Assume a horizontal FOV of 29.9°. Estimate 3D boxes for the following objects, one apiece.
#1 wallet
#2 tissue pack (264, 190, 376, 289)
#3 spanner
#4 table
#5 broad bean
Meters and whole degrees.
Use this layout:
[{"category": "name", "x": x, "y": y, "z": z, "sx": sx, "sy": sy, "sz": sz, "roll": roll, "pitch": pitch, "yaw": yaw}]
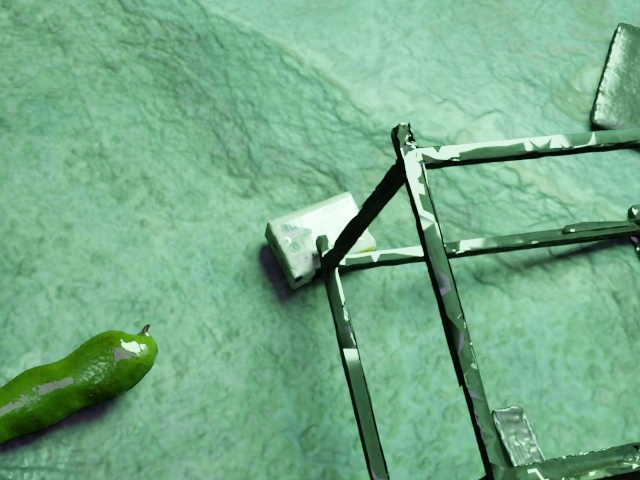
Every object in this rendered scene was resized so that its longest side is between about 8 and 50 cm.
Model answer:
[{"category": "wallet", "x": 0.390, "y": -0.122, "z": 1.179, "sx": 0.244, "sy": 0.025, "sz": 0.124, "roll": 20, "pitch": 66, "yaw": -2}, {"category": "tissue pack", "x": 0.000, "y": 0.000, "z": 1.062, "sx": 0.083, "sy": 0.042, "sz": 0.062, "roll": -22, "pitch": 72, "yaw": -17}, {"category": "spanner", "x": 0.215, "y": 0.287, "z": 0.988, "sx": 0.093, "sy": 0.026, "sz": 0.325, "roll": -18, "pitch": 70, "yaw": -14}, {"category": "table", "x": 0.204, "y": 0.064, "z": 0.947, "sx": 0.335, "sy": 0.222, "sz": 0.272, "roll": -6, "pitch": 68, "yaw": -20}, {"category": "broad bean", "x": -0.247, "y": 0.137, "z": 0.966, "sx": 0.256, "sy": 0.053, "sz": 0.052, "roll": -27, "pitch": 112, "yaw": -17}]
